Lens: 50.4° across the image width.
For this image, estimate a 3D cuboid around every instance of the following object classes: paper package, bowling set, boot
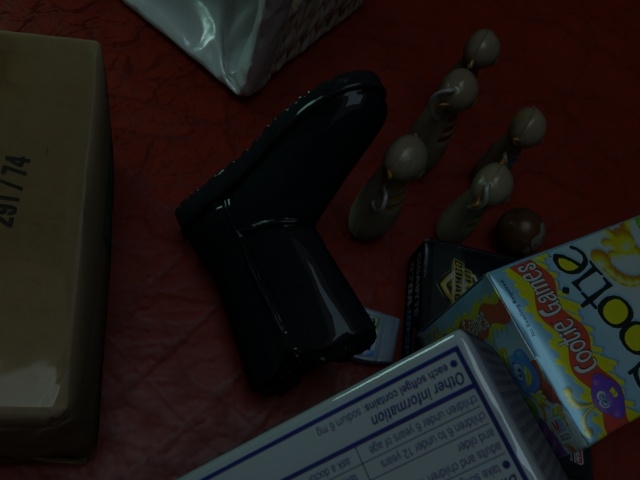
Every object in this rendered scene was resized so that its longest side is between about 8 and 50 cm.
[{"bbox_3d":[-0.324,0.006,0.524,0.310,0.168,0.324,2,61,-16],"label":"paper package"},{"bbox_3d":[0.179,-0.087,0.719,0.200,0.154,0.287,30,59,2],"label":"bowling set"},{"bbox_3d":[0.000,0.000,0.603,0.246,0.094,0.207,-36,70,17],"label":"boot"}]

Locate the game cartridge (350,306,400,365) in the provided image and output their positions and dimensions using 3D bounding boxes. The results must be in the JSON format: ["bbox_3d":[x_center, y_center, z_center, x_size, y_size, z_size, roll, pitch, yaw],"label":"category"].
[{"bbox_3d":[0.035,0.091,0.665,0.083,0.017,0.056,18,63,-6],"label":"game cartridge"}]

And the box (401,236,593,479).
[{"bbox_3d":[0.169,0.119,0.665,0.175,0.051,0.220,14,60,-9],"label":"box"}]

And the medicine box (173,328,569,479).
[{"bbox_3d":[0.055,0.246,0.438,0.263,0.149,0.289,-31,71,13],"label":"medicine box"}]

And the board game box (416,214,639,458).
[{"bbox_3d":[0.253,0.076,0.598,0.275,0.144,0.142,-18,70,-24],"label":"board game box"}]

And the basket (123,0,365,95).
[{"bbox_3d":[-0.084,-0.401,0.718,0.331,0.328,0.266,42,58,9],"label":"basket"}]
